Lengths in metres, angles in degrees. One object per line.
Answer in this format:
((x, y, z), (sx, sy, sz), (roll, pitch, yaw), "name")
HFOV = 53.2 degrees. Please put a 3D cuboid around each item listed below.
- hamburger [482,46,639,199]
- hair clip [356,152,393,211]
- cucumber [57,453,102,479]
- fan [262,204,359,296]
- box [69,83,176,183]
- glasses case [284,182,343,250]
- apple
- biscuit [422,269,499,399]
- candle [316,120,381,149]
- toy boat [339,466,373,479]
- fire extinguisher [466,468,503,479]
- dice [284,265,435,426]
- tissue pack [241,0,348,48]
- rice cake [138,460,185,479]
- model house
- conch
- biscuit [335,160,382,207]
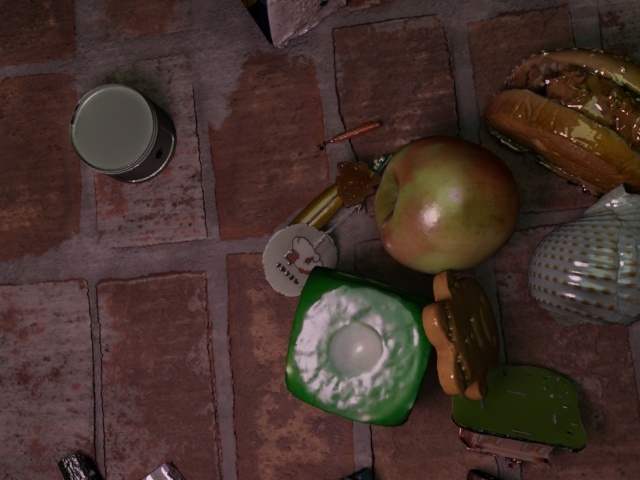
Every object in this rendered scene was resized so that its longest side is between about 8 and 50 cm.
((0.614, -0.275, 1.406), (0.445, 0.287, 0.268), (32, 89, 6), "hamburger")
((0.120, -0.149, 1.577), (0.049, 0.049, 0.173), (33, 91, 10), "hair clip")
((-0.560, 0.635, 1.577), (0.074, 0.074, 0.241), (-35, 82, 3), "cucumber")
((0.000, 0.000, 1.542), (0.329, 0.009, 0.191), (-44, 116, 1), "fan")
((-0.498, -0.267, 1.621), (0.226, 0.149, 0.226), (-1, 85, 8), "box")
((-0.018, -0.054, 1.568), (0.234, 0.079, 0.064), (-44, 89, 1), "glasses case")
((0.281, -0.078, 1.420), (0.277, 0.319, 0.319), (6, 85, -14), "apple")
((0.314, 0.194, 1.357), (0.052, 0.355, 0.275), (-17, 85, 31), "biscuit")
((0.070, -0.265, 1.608), (0.167, 0.021, 0.026), (-20, 56, 7), "candle")
((0.120, 0.674, 1.452), (0.114, 0.122, 0.296), (-22, 71, -14), "toy boat")
((0.341, 0.699, 1.429), (0.141, 0.105, 0.341), (17, 84, 10), "fire extinguisher")
((0.093, 0.225, 1.418), (0.297, 0.300, 0.287), (14, 90, 8), "dice")
((-0.131, -0.729, 1.561), (0.253, 0.264, 0.417), (-33, 82, -1), "tissue pack")
((-0.324, 0.675, 1.550), (0.106, 0.050, 0.298), (-41, 80, 2), "rice cake")
((0.422, 0.400, 1.451), (0.293, 0.207, 0.154), (11, 131, 0), "model house")
((0.615, 0.064, 1.370), (0.303, 0.215, 0.319), (21, 125, 5), "conch")
((0.082, -0.133, 1.528), (0.119, 0.019, 0.130), (23, 66, 3), "biscuit")
